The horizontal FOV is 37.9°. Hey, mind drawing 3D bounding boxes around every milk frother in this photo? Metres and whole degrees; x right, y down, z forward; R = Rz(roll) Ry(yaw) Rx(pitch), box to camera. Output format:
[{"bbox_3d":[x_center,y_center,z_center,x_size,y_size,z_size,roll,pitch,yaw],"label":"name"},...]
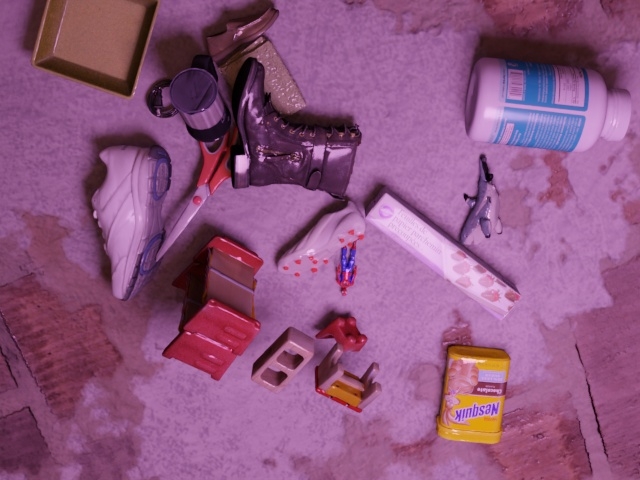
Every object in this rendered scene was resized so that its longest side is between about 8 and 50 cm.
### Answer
[{"bbox_3d":[-0.239,-0.245,1.614,0.143,0.135,0.129,-12,74,1],"label":"milk frother"}]

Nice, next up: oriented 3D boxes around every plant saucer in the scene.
[{"bbox_3d":[-0.390,-0.365,1.631,0.188,0.045,0.188,19,104,-4],"label":"plant saucer"}]

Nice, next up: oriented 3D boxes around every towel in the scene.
[{"bbox_3d":[-0.102,-0.277,1.660,0.110,0.027,0.148,-32,102,8],"label":"towel"}]

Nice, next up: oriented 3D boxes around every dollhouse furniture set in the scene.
[{"bbox_3d":[-0.084,0.174,1.693,0.374,0.201,0.152,30,121,-20],"label":"dollhouse furniture set"}]

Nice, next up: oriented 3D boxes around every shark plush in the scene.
[{"bbox_3d":[0.288,-0.068,1.699,0.067,0.073,0.161,7,113,30],"label":"shark plush"}]

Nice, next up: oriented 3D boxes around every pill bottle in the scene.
[{"bbox_3d":[0.390,-0.229,1.604,0.264,0.146,0.146,7,105,-1],"label":"pill bottle"}]

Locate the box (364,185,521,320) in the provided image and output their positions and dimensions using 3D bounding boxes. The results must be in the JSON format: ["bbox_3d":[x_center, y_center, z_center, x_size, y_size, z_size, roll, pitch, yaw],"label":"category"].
[{"bbox_3d":[0.226,0.024,1.717,0.324,0.067,0.063,36,102,-9],"label":"box"}]

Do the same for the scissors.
[{"bbox_3d":[-0.205,-0.084,1.691,0.109,0.021,0.297,20,93,-4],"label":"scissors"}]

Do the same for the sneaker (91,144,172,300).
[{"bbox_3d":[-0.353,-0.036,1.703,0.129,0.111,0.297,12,102,14],"label":"sneaker"}]

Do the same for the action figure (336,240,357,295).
[{"bbox_3d":[0.050,0.049,1.746,0.038,0.030,0.115,4,107,-5],"label":"action figure"}]

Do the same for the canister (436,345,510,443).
[{"bbox_3d":[0.293,0.293,1.784,0.126,0.073,0.170,5,103,-1],"label":"canister"}]

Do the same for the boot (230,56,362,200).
[{"bbox_3d":[-0.040,-0.194,1.638,0.229,0.091,0.263,0,121,-12],"label":"boot"}]

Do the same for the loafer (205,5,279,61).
[{"bbox_3d":[-0.139,-0.367,1.621,0.148,0.056,0.050,-32,108,9],"label":"loafer"}]

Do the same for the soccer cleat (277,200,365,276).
[{"bbox_3d":[0.000,0.000,1.720,0.196,0.076,0.068,-31,142,24],"label":"soccer cleat"}]
